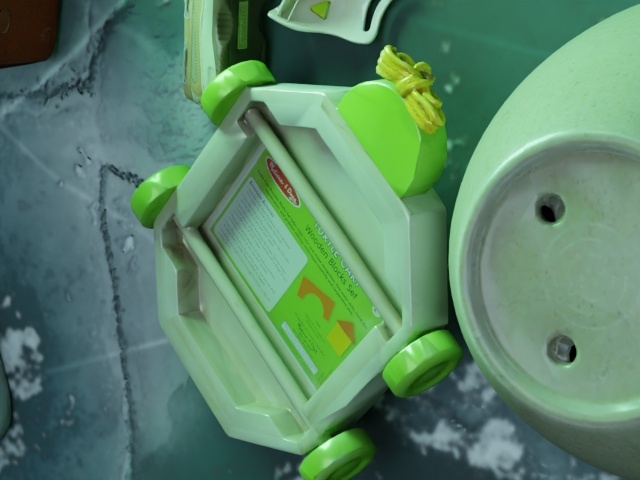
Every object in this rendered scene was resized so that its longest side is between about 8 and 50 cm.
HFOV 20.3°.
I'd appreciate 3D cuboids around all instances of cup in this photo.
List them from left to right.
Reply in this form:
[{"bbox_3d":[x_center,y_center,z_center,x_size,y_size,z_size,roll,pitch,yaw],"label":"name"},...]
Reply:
[{"bbox_3d":[0.208,0.009,1.078,0.331,0.237,0.331,3,97,30],"label":"cup"}]

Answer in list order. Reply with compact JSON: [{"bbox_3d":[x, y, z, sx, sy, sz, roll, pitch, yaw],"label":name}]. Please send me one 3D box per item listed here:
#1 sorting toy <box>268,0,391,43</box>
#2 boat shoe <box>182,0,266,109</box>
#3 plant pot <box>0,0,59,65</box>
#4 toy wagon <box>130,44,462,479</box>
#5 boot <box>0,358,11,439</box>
[{"bbox_3d":[0.016,-0.181,1.286,0.075,0.045,0.083,34,111,15],"label":"sorting toy"},{"bbox_3d":[-0.079,-0.190,1.329,0.072,0.068,0.190,18,105,40],"label":"boat shoe"},{"bbox_3d":[-0.341,-0.240,1.378,0.235,0.267,0.267,10,101,18],"label":"plant pot"},{"bbox_3d":[0.000,0.000,1.252,0.267,0.068,0.344,56,131,21],"label":"toy wagon"},{"bbox_3d":[-0.341,0.059,1.476,0.095,0.123,0.258,-20,85,31],"label":"boot"}]
